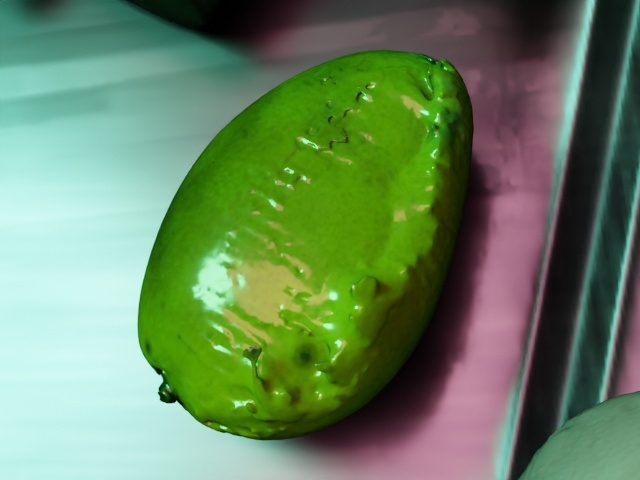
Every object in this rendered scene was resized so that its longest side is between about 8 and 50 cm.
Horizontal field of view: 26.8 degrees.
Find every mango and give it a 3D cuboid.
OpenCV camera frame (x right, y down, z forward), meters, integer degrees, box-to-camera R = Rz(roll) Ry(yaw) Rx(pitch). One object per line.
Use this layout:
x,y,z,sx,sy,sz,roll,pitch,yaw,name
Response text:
0.000,0.000,0.548,0.119,0.100,0.178,28,77,23,mango

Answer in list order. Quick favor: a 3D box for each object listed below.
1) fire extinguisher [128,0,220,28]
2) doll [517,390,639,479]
-0.021,-0.252,0.625,0.114,0.095,0.311,23,80,46,fire extinguisher
0.057,0.161,0.480,0.287,0.151,0.151,-29,72,9,doll
